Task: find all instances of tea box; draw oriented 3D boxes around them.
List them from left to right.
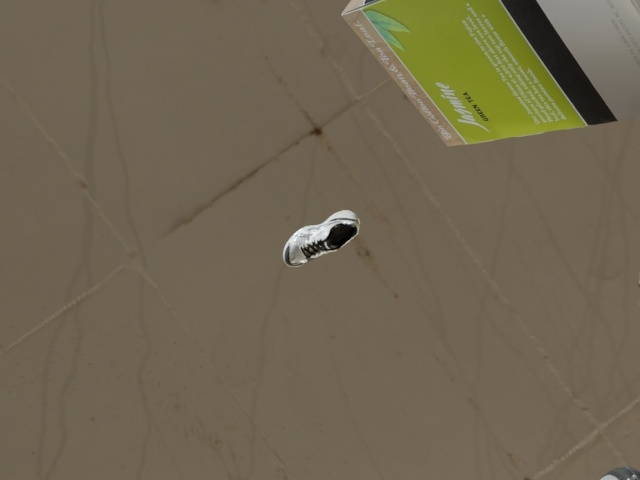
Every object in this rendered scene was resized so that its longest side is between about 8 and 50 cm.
[{"bbox_3d":[0.258,-0.303,0.934,0.220,0.323,0.329,46,-116,-27],"label":"tea box"}]

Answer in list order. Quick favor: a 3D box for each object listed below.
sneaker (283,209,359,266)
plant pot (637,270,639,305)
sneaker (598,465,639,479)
[{"bbox_3d":[0.000,0.000,0.846,0.083,0.037,0.032,-34,-70,6],"label":"sneaker"},{"bbox_3d":[0.397,0.053,0.811,0.167,0.165,0.167,28,-132,-37],"label":"plant pot"},{"bbox_3d":[0.187,0.303,0.752,0.108,0.100,0.271,36,-85,-19],"label":"sneaker"}]
